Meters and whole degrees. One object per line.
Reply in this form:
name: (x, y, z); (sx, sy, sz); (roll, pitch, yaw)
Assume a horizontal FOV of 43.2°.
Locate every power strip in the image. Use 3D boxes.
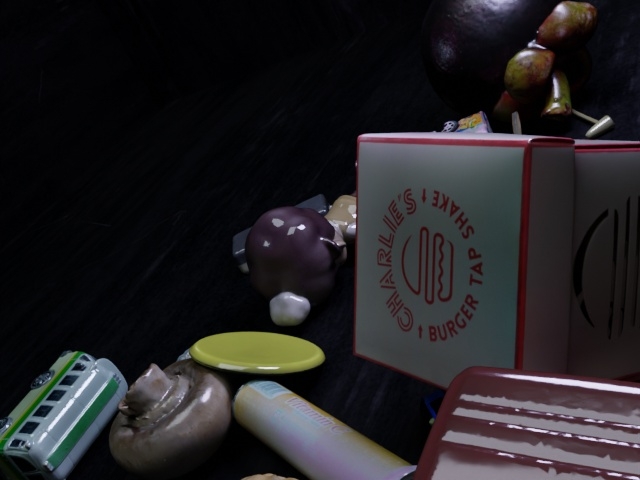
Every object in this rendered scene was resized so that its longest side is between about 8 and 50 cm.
power strip: (-0.080, -0.017, 1.874); (0.256, 0.070, 0.105); (-27, 27, 8)

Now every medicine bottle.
medicine bottle: (0.008, 0.294, 1.139); (0.108, 0.108, 0.426); (-38, 24, -20)

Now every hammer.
hammer: (0.556, -0.256, 1.726); (0.060, 0.028, 0.195); (-34, 21, 5)

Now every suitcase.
suitcase: (0.217, 0.226, 0.608); (0.297, 0.161, 0.236); (1, 46, 34)

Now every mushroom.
mushroom: (-0.247, 0.282, 1.334); (0.226, 0.178, 0.226); (-25, 16, 8)

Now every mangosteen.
mangosteen: (0.426, -0.440, 1.819); (0.382, 0.382, 0.435); (-29, 37, -1)

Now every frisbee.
frisbee: (-0.109, 0.192, 1.400); (0.235, 0.017, 0.236); (4, 8, -1)

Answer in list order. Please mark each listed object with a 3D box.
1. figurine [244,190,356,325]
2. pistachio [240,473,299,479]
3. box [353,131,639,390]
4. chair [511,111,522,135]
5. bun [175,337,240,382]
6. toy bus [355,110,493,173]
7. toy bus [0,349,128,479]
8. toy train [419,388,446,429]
figurine: (0.002, 0.015, 1.654); (0.218, 0.206, 0.365); (27, 31, 36)
pistachio: (-0.054, 0.381, 1.026); (0.145, 0.117, 0.200); (-65, 31, 12)
box: (0.248, 0.018, 1.057); (0.300, 0.315, 0.312); (-4, 9, -33)
chair: (0.316, -0.100, 1.492); (0.188, 0.166, 0.272); (-19, 26, 20)
bun: (-0.215, 0.231, 1.514); (0.140, 0.083, 0.141); (-24, 22, 10)
toy bus: (0.236, -0.168, 1.795); (0.316, 0.112, 0.138); (-22, 35, 16)
toy bus: (-0.491, 0.339, 1.537); (0.164, 0.134, 0.276); (-11, 31, 35)
toy train: (0.219, 0.249, 1.021); (0.131, 0.083, 0.204); (-28, 22, -1)
